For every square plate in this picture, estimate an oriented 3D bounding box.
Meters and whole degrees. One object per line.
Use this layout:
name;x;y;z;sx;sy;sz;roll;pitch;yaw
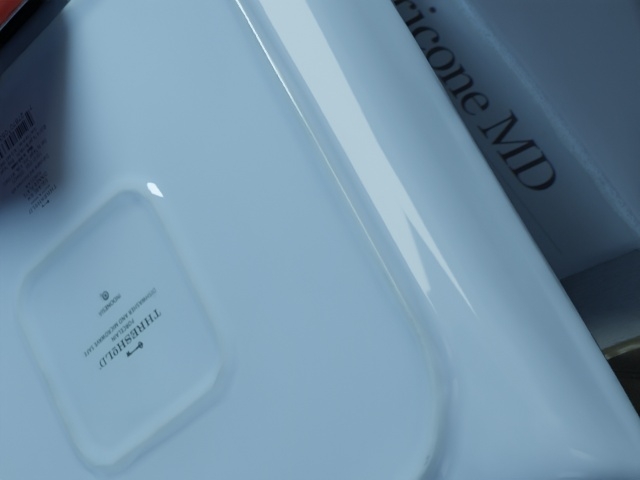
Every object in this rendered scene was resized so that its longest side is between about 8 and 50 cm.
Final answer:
square plate;-0.075;0.038;0.702;0.347;0.049;0.344;-39;69;30

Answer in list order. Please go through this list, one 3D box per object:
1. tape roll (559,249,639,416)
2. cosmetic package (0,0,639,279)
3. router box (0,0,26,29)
tape roll;0.169;0.134;0.717;0.392;0.072;0.392;-15;38;12
cosmetic package;-0.061;-0.046;0.880;0.453;0.230;0.161;-25;26;34
router box;-0.216;-0.135;0.836;0.335;0.082;0.301;-25;25;48
